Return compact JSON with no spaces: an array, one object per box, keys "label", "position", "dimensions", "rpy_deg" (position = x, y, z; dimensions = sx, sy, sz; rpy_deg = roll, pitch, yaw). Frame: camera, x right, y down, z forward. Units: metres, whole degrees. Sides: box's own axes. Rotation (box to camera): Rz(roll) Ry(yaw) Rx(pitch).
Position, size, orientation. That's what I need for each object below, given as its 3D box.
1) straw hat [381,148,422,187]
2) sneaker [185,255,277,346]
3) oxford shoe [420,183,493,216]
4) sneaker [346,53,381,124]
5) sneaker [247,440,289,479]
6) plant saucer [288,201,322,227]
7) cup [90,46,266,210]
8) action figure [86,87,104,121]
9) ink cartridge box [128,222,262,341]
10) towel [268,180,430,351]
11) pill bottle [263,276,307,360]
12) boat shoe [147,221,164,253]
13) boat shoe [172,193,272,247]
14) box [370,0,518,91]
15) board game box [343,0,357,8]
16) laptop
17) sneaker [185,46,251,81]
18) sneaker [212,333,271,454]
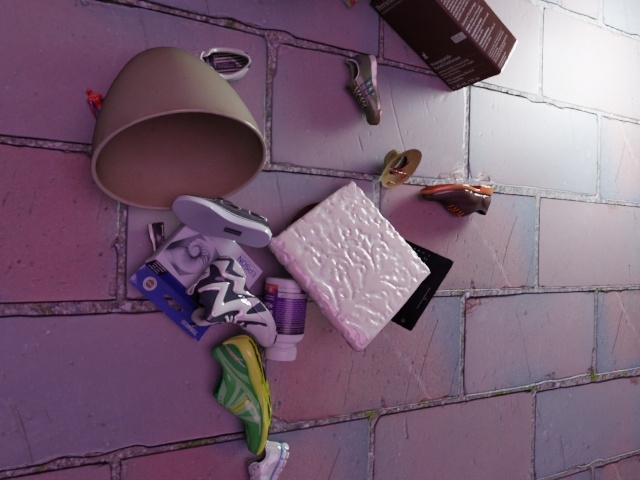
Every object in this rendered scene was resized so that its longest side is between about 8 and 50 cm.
[{"label":"straw hat","position":[0.210,-0.218,1.339],"dimensions":[0.144,0.144,0.061],"rpy_deg":[-17,57,-26]},{"label":"sneaker","position":[-0.205,0.167,1.043],"dimensions":[0.153,0.094,0.235],"rpy_deg":[-37,113,-30]},{"label":"oxford shoe","position":[0.414,-0.119,1.434],"dimensions":[0.271,0.097,0.099],"rpy_deg":[0,96,-27]},{"label":"sneaker","position":[0.110,-0.408,1.297],"dimensions":[0.086,0.064,0.192],"rpy_deg":[-5,92,-19]},{"label":"sneaker","position":[-0.150,0.580,1.167],"dimensions":[0.082,0.071,0.191],"rpy_deg":[28,69,-18]},{"label":"plant saucer","position":[0.000,0.000,1.243],"dimensions":[0.198,0.036,0.199],"rpy_deg":[3,82,-24]},{"label":"cup","position":[-0.296,-0.244,0.974],"dimensions":[0.331,0.331,0.237],"rpy_deg":[-5,65,-27]},{"label":"action figure","position":[-0.463,-0.272,1.019],"dimensions":[0.038,0.030,0.115],"rpy_deg":[-35,101,-28]},{"label":"ink cartridge box","position":[-0.270,0.078,1.076],"dimensions":[0.223,0.045,0.224],"rpy_deg":[50,61,-27]},{"label":"towel","position":[0.079,0.051,1.184],"dimensions":[0.332,0.053,0.317],"rpy_deg":[50,56,1]},{"label":"pill bottle","position":[-0.090,0.189,1.166],"dimensions":[0.108,0.108,0.194],"rpy_deg":[7,87,-27]},{"label":"boat shoe","position":[-0.356,0.021,1.067],"dimensions":[0.038,0.046,0.125],"rpy_deg":[-12,87,-22]},{"label":"boat shoe","position":[-0.211,-0.057,1.054],"dimensions":[0.228,0.080,0.076],"rpy_deg":[19,41,-23]},{"label":"box","position":[0.350,-0.613,1.343],"dimensions":[0.381,0.191,0.143],"rpy_deg":[37,74,-22]},{"label":"board game box","position":[0.138,-0.730,1.186],"dimensions":[0.142,0.275,0.144],"rpy_deg":[48,70,-19]},{"label":"laptop","position":[0.183,0.066,1.289],"dimensions":[0.234,0.264,0.137],"rpy_deg":[-54,148,-16]},{"label":"sneaker","position":[-0.279,-0.395,1.077],"dimensions":[0.258,0.091,0.094],"rpy_deg":[-22,100,-25]},{"label":"sneaker","position":[-0.186,0.365,1.137],"dimensions":[0.123,0.109,0.296],"rpy_deg":[-10,100,1]}]
